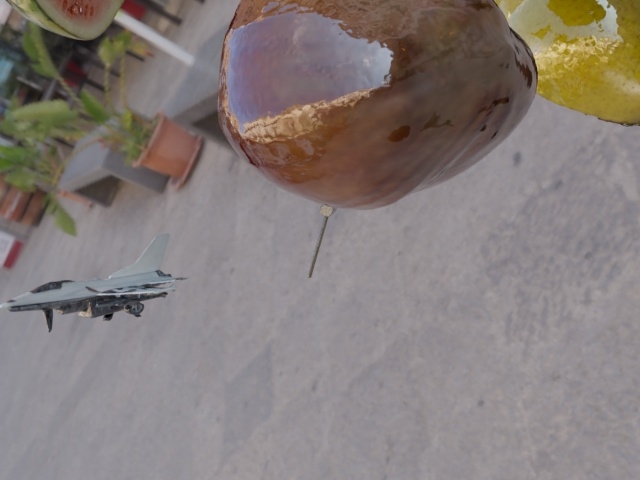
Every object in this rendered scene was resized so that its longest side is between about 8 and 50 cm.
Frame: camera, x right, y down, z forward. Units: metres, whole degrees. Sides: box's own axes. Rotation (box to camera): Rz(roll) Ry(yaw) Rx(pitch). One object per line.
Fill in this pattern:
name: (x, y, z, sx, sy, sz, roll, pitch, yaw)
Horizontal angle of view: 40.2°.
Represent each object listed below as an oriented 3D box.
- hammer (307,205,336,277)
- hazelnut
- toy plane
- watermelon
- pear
hammer: (0.000, 0.000, 1.220, 0.035, 0.019, 0.110, -37, -38, -77)
hazelnut: (0.035, -0.117, 0.594, 0.210, 0.210, 0.186, -48, 56, 35)
toy plane: (-0.253, 0.065, 1.006, 0.160, 0.234, 0.082, 3, 112, 42)
watermelon: (-0.419, -0.389, 1.287, 0.128, 0.303, 0.159, 6, 73, 21)
pear: (0.479, -0.395, 1.478, 0.386, 0.340, 0.191, 45, 153, 26)
